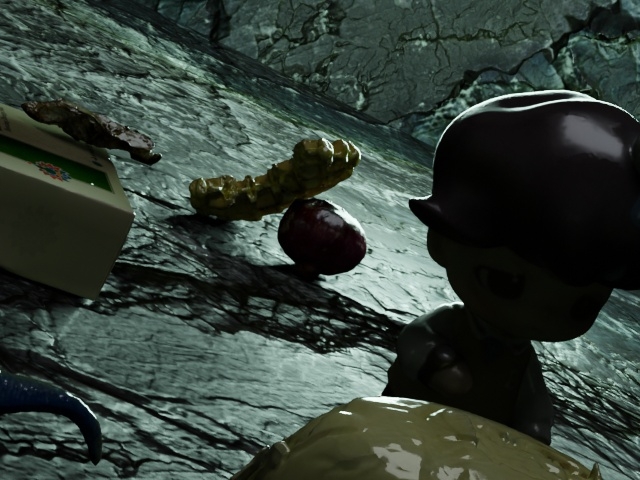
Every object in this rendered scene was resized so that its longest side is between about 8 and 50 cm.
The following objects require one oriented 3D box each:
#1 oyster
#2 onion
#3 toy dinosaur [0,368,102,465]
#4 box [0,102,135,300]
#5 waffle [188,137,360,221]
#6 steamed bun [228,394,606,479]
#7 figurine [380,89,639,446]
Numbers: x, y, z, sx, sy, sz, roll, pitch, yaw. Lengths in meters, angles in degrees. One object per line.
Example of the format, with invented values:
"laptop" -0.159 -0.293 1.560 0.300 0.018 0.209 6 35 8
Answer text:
"oyster" -0.214 -0.105 1.466 0.132 0.029 0.086 25 6 6
"onion" 0.000 0.000 1.770 0.107 0.097 0.107 24 -17 8
"toy dinosaur" -0.252 0.105 0.974 0.247 0.075 0.188 30 22 -10
"box" -0.276 -0.048 1.401 0.168 0.095 0.212 19 15 -23
"waffle" -0.050 -0.066 1.779 0.149 0.194 0.051 3 69 -58
"steamed bun" 0.061 0.195 0.821 0.273 0.232 0.166 22 17 -15
"figurine" 0.152 0.047 1.245 0.218 0.365 0.206 25 2 -1
